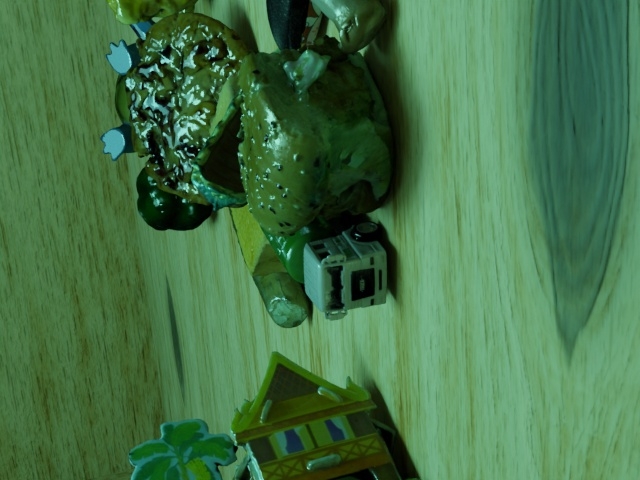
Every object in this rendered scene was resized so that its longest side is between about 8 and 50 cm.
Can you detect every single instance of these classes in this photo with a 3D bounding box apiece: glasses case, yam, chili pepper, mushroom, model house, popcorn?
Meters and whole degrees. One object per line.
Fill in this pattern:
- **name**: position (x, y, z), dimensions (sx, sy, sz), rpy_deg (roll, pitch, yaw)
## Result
- **glasses case**: position (-0.030, -0.350, 1.493), dimensions (0.266, 0.067, 0.103), rpy_deg (104, 149, -55)
- **yam**: position (-0.105, -0.007, 1.996), dimensions (0.083, 0.083, 0.371), rpy_deg (96, 158, -47)
- **chili pepper**: position (-0.325, -0.097, 2.551), dimensions (0.174, 0.165, 0.261), rpy_deg (65, 165, 3)
- **mushroom**: position (0.016, -0.320, 1.322), dimensions (0.097, 0.088, 0.212), rpy_deg (-28, 78, 45)
- **model house**: position (-0.078, 0.336, 1.611), dimensions (0.313, 0.358, 0.242), rpy_deg (-119, 22, -43)
- **popcorn**: position (-0.297, -0.507, 2.104), dimensions (0.190, 0.191, 0.253), rpy_deg (-6, 81, 58)

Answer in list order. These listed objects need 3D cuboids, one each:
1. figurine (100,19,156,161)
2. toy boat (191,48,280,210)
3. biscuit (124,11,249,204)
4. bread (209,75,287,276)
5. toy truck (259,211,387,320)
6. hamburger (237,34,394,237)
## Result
- **figurine**: position (-0.312, -0.292, 2.207), dimensions (0.416, 0.243, 0.298), rpy_deg (-136, 42, -64)
- **toy boat**: position (-0.093, -0.160, 1.646), dimensions (0.099, 0.108, 0.293), rpy_deg (100, -168, -61)
- **biscuit**: position (-0.227, -0.220, 1.975), dimensions (0.289, 0.081, 0.334), rpy_deg (11, 111, 31)
- **bread**: position (-0.082, -0.103, 1.779), dimensions (0.185, 0.114, 0.274), rpy_deg (117, 138, -61)
- **toy truck**: position (0.000, 0.000, 1.534), dimensions (0.242, 0.125, 0.101), rpy_deg (-126, 30, -54)
- **hamburger**: position (-0.006, -0.106, 1.392), dimensions (0.288, 0.168, 0.192), rpy_deg (96, 158, -48)
